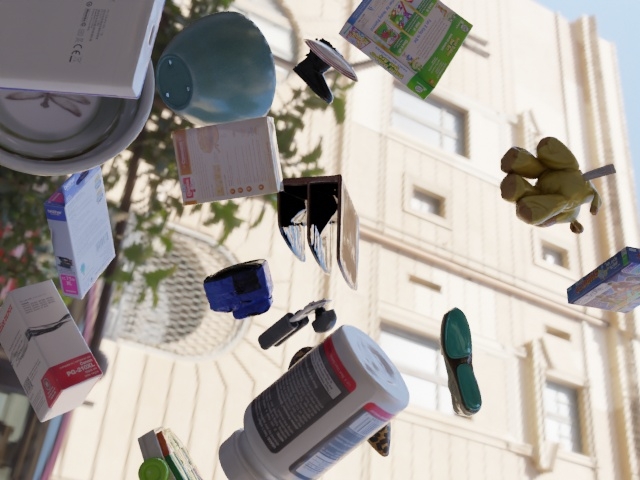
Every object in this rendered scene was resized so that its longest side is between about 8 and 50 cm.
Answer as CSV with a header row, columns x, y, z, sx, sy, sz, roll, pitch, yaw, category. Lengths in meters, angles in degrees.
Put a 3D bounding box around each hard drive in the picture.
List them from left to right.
x,y,z,sx,sy,sz,roll,pitch,yaw,category
-0.401,-0.315,1.255,0.040,0.318,0.210,78,19,-66,hard drive

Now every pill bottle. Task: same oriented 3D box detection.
x,y,z,sx,sy,sz,roll,pitch,yaw,category
-0.019,0.304,1.453,0.318,0.176,0.176,-41,-148,13,pill bottle

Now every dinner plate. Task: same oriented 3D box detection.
x,y,z,sx,sy,sz,roll,pitch,yaw,category
0.025,-0.370,1.734,0.017,0.141,0.141,-53,-155,1,dinner plate

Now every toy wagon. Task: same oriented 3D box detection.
x,y,z,sx,sy,sz,roll,pitch,yaw,category
-0.254,0.530,1.691,0.068,0.344,0.267,-32,172,-5,toy wagon

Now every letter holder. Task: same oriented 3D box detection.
x,y,z,sx,sy,sz,roll,pitch,yaw,category
0.000,0.000,2.023,0.302,0.151,0.215,59,30,-70,letter holder

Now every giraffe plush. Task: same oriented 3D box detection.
x,y,z,sx,sy,sz,roll,pitch,yaw,category
0.452,-0.089,1.659,0.170,0.210,0.182,69,22,-68,giraffe plush

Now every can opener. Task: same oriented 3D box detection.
x,y,z,sx,sy,sz,roll,pitch,yaw,category
-0.058,0.228,2.179,0.283,0.076,0.095,-42,-113,45,can opener

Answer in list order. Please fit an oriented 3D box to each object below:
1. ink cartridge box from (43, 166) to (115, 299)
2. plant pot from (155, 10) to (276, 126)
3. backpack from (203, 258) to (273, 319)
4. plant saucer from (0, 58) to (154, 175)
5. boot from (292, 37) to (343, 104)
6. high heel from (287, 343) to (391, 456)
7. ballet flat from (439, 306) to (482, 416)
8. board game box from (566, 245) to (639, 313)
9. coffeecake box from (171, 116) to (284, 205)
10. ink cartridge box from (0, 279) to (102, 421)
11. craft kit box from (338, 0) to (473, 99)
x,y,z,sx,sy,sz,roll,pitch,yaw,category
-0.566,-0.041,2.007,0.186,0.065,0.311,-67,163,-54,ink cartridge box
-0.276,-0.393,2.040,0.290,0.195,0.290,17,-63,37,plant pot
-0.149,0.093,1.548,0.098,0.120,0.101,-18,95,-87,backpack
-0.534,-0.308,1.682,0.100,0.400,0.401,142,-37,-69,plant saucer
0.009,-0.369,1.844,0.099,0.121,0.045,-44,-177,12,boot
0.035,0.326,1.682,0.093,0.186,0.261,-32,-103,42,high heel
0.207,0.188,1.317,0.052,0.057,0.168,144,-58,-60,ballet flat
0.577,0.078,1.609,0.201,0.136,0.035,126,-29,-58,board game box
-0.174,-0.149,1.610,0.068,0.185,0.143,-37,119,-81,coffeecake box
-0.566,0.226,1.757,0.237,0.100,0.172,57,-43,14,ink cartridge box
0.200,-0.481,1.945,0.250,0.246,0.061,-57,-177,-33,craft kit box
